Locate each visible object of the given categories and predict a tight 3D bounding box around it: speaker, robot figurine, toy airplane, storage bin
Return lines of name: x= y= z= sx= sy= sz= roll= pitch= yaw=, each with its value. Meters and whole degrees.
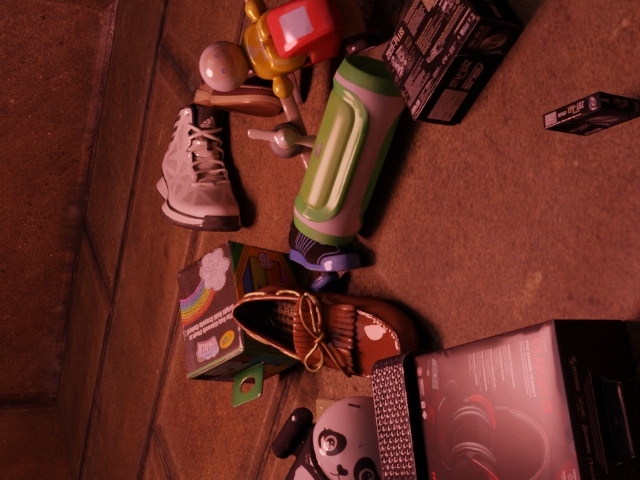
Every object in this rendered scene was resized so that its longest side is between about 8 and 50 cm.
speaker: x=0.047 y=-0.143 z=1.276 sx=0.131 sy=0.131 sz=0.297 roll=54 pitch=134 yaw=49
robot figurine: x=0.040 y=0.365 z=1.190 sx=0.174 sy=0.209 sz=0.278 roll=-101 pitch=28 yaw=-49
toy airplane: x=-0.097 y=-0.336 z=1.394 sx=0.386 sy=0.272 sz=0.384 roll=51 pitch=153 yaw=34
storage bin: x=0.147 y=0.244 z=1.057 sx=0.084 sy=0.122 sz=0.180 roll=-29 pitch=62 yaw=57

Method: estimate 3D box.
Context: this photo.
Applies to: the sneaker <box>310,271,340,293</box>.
sneaker: x=0.008 y=0.117 z=1.405 sx=0.059 sy=0.053 sz=0.144 roll=55 pitch=139 yaw=41

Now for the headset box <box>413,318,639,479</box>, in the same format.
headset box: x=0.243 y=0.216 z=0.895 sx=0.293 sy=0.110 sz=0.218 roll=-30 pitch=61 yaw=58

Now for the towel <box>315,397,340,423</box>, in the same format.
towel: x=0.030 y=0.332 z=1.368 sx=0.148 sy=0.027 sz=0.110 roll=-20 pitch=70 yaw=61

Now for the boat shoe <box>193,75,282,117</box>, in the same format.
boat shoe: x=-0.183 y=-0.348 z=1.730 sx=0.342 sy=0.123 sz=0.123 roll=22 pitch=101 yaw=60

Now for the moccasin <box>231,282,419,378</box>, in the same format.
moccasin: x=-0.001 y=0.143 z=1.271 sx=0.380 sy=0.147 sz=0.139 roll=18 pitch=109 yaw=44

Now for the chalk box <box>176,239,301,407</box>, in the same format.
chalk box: x=-0.147 y=0.175 z=1.516 sx=0.180 sy=0.179 sz=0.289 roll=-29 pitch=61 yaw=37

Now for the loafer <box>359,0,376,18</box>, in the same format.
loafer: x=0.056 y=-0.425 z=1.372 sx=0.125 sy=0.045 sz=0.039 roll=47 pitch=134 yaw=50

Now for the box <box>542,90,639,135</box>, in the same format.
box: x=0.301 y=-0.139 z=0.864 sx=0.083 sy=0.067 sz=0.018 roll=-18 pitch=71 yaw=59

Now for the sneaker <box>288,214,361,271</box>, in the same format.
sneaker: x=0.000 y=0.000 z=1.395 sx=0.232 sy=0.081 sz=0.090 roll=15 pitch=108 yaw=62

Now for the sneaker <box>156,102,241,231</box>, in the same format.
sneaker: x=-0.294 y=-0.190 z=1.866 sx=0.447 sy=0.169 sz=0.258 roll=-138 pitch=55 yaw=-58

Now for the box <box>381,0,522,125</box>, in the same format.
box: x=0.178 y=-0.277 z=1.093 sx=0.180 sy=0.077 sz=0.147 roll=-59 pitch=39 yaw=41
